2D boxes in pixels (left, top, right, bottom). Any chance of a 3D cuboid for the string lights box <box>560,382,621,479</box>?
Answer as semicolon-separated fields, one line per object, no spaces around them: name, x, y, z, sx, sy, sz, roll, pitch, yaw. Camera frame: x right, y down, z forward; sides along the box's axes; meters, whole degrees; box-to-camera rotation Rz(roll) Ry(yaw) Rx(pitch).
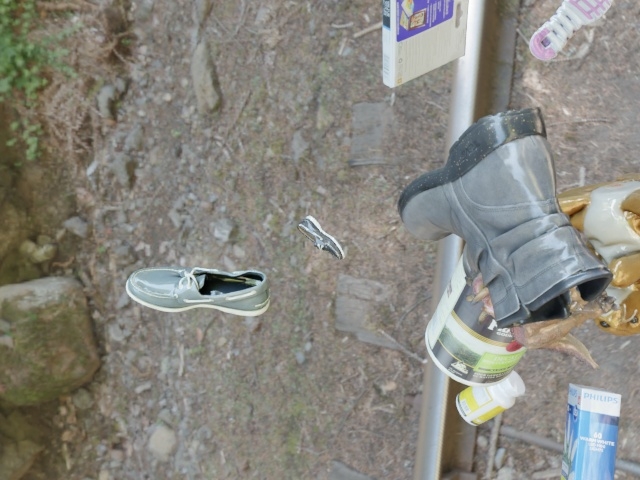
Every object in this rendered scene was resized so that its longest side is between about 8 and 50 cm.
string lights box;0.546;0.432;1.206;0.077;0.133;0.259;6;82;13

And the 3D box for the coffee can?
coffee can;0.342;0.135;1.180;0.201;0.201;0.275;48;146;29

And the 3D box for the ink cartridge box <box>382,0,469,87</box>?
ink cartridge box;0.220;-0.449;1.234;0.045;0.208;0.206;45;153;39

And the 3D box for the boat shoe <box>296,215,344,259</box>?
boat shoe;0.000;0.000;1.241;0.125;0.038;0.046;47;158;19

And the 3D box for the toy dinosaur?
toy dinosaur;0.317;0.100;0.885;0.200;0.295;0.127;-34;30;-9

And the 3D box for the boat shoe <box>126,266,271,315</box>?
boat shoe;-0.267;0.093;1.310;0.099;0.319;0.116;104;172;-48

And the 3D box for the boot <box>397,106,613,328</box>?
boot;0.200;0.008;0.736;0.338;0.118;0.222;110;146;-73

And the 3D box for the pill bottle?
pill bottle;0.481;0.439;1.673;0.184;0.103;0.103;-45;63;34

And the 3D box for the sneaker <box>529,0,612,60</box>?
sneaker;0.640;-0.568;1.536;0.236;0.104;0.095;-42;91;18

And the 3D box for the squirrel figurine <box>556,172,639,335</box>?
squirrel figurine;0.771;0.035;1.468;0.281;0.397;0.370;-1;108;46
